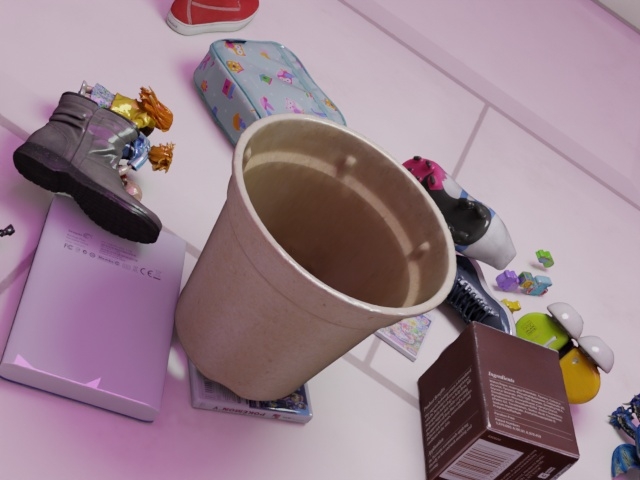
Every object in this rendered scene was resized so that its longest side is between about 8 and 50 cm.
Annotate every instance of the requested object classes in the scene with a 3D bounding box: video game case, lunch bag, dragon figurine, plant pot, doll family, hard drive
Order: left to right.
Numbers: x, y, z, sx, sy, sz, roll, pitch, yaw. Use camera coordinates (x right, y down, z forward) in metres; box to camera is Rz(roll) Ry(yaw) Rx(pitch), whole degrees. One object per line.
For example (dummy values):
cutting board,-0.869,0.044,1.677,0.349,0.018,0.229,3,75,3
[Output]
hard drive,-0.305,0.086,1.376,0.210,0.040,0.319,21,41,-18
doll family,-0.312,-0.167,1.565,0.163,0.118,0.263,18,44,-18
video game case,-0.109,0.168,1.455,0.183,0.023,0.201,13,43,-26
lunch bag,-0.090,-0.260,1.834,0.224,0.108,0.279,-9,57,-42
plant pot,-0.037,0.052,1.354,0.333,0.305,0.334,23,40,-20
video game case,0.143,0.142,1.676,0.087,0.011,0.122,35,38,-1
dragon figurine,0.551,0.373,1.681,0.144,0.085,0.289,36,34,3

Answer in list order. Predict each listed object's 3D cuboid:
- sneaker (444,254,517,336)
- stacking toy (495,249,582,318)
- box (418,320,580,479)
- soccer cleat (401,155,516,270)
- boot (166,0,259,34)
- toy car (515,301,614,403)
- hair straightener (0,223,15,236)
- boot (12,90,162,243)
sneaker,0.234,0.101,1.713,0.163,0.086,0.226,18,31,-37
stacking toy,0.388,0.085,1.891,0.221,0.052,0.167,11,47,-31
box,0.266,0.268,1.512,0.167,0.168,0.203,20,42,-18
soccer cleat,0.240,-0.044,1.831,0.143,0.116,0.331,42,4,-34
boot,-0.181,-0.506,1.964,0.088,0.176,0.244,45,38,14
toy car,0.411,0.206,1.725,0.182,0.159,0.136,49,6,17
hair straightener,-0.470,-0.014,1.363,0.089,0.047,0.230,4,44,-34
boot,-0.308,-0.116,1.449,0.246,0.083,0.161,33,56,-1
